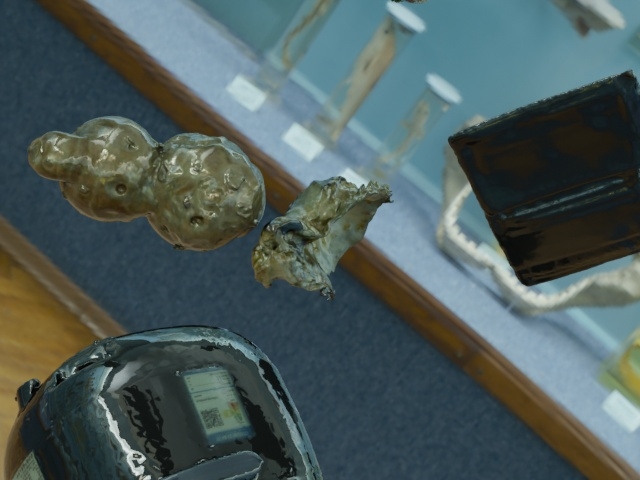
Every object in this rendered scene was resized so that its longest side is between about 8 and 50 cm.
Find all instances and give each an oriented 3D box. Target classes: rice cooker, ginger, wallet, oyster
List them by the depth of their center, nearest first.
[{"bbox_3d":[-0.136,0.204,0.943,0.267,0.267,0.224,2,53,-49],"label":"rice cooker"},{"bbox_3d":[0.337,-0.069,1.476,0.041,0.247,0.323,-94,158,-44],"label":"wallet"},{"bbox_3d":[-0.240,-0.085,1.616,0.375,0.176,0.256,12,4,-22],"label":"ginger"},{"bbox_3d":[-0.004,0.006,1.637,0.133,0.198,0.337,21,22,15],"label":"oyster"}]

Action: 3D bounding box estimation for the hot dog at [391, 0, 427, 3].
[{"bbox_3d":[0.077,-0.262,1.125,0.056,0.041,0.133,54,22,6],"label":"hot dog"}]
